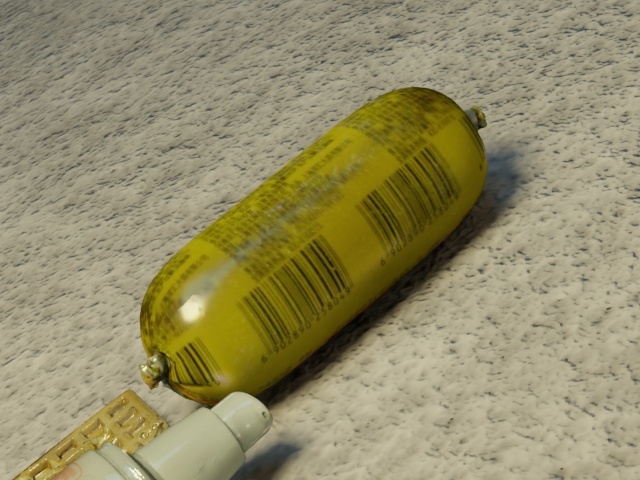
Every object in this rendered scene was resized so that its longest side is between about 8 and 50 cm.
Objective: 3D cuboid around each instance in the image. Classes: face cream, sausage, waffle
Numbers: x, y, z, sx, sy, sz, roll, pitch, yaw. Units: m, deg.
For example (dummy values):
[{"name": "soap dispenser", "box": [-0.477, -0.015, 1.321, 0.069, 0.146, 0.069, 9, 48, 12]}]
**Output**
[{"name": "face cream", "box": [-0.135, 0.185, 0.904, 0.251, 0.101, 0.101, -39, 33, -20]}, {"name": "sausage", "box": [0.000, 0.000, 1.056, 0.347, 0.123, 0.123, -39, 33, -21]}, {"name": "waffle", "box": [-0.171, 0.168, 1.034, 0.135, 0.021, 0.092, -38, 31, -16]}]
